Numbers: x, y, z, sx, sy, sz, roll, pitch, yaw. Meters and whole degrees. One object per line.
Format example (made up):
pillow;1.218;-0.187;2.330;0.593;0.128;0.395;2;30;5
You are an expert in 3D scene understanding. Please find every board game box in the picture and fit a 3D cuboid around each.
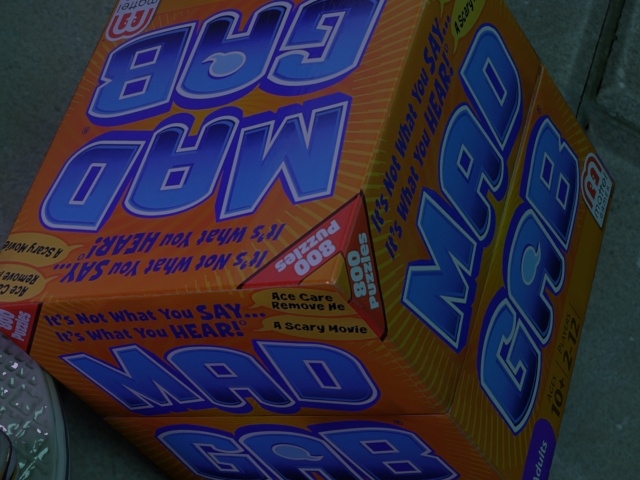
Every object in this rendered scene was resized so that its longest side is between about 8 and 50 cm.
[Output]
board game box;0.000;0.000;1.331;0.356;0.356;0.356;50;47;-41

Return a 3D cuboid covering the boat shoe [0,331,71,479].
boat shoe;-0.283;0.303;1.258;0.187;0.156;0.500;-8;66;-5

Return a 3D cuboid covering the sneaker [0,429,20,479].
sneaker;-0.313;0.211;1.170;0.069;0.084;0.185;38;68;16
